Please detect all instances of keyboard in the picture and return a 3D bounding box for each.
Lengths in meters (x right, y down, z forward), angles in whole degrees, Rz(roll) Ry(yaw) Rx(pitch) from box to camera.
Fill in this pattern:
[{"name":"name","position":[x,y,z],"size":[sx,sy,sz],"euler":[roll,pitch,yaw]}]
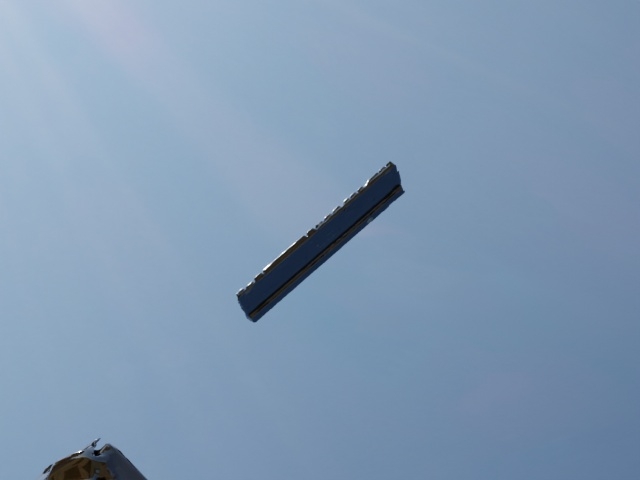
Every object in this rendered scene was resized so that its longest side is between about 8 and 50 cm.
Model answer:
[{"name":"keyboard","position":[0.000,0.000,1.203],"size":[0.195,0.060,0.018],"euler":[-41,-114,-11]}]

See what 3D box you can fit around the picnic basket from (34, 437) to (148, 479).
[{"name":"picnic basket","position":[-0.133,0.332,0.753],"size":[0.337,0.293,0.337],"euler":[6,-118,-11]}]
